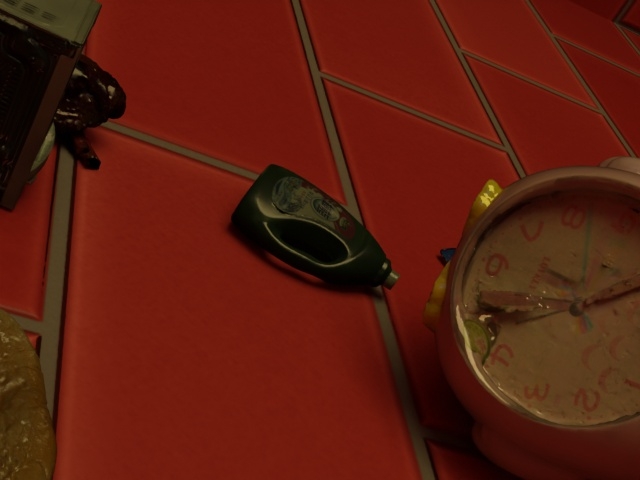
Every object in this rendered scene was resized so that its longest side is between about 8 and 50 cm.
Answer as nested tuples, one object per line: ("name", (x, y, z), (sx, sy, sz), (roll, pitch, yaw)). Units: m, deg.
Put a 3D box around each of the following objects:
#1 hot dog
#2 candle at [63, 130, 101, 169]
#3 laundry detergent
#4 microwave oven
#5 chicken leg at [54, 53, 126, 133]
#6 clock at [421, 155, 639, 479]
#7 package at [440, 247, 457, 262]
("hot dog", (-0.244, 0.148, 0.803), (0.073, 0.084, 0.242), (11, 34, -30))
("candle", (-0.303, -0.145, 1.255), (0.026, 0.021, 0.167), (0, 42, -44))
("laundry detergent", (0.000, 0.000, 1.285), (0.211, 0.063, 0.137), (35, 33, 0))
("microwave oven", (-0.330, -0.161, 1.061), (0.162, 0.208, 0.122), (23, 30, -15))
("chicken leg", (-0.377, -0.221, 1.233), (0.322, 0.083, 0.177), (18, 30, -11))
("clock", (0.329, 0.106, 1.137), (0.376, 0.368, 0.250), (24, -7, 23))
("package", (0.266, 0.071, 1.463), (0.171, 0.027, 0.173), (0, 41, -38))
